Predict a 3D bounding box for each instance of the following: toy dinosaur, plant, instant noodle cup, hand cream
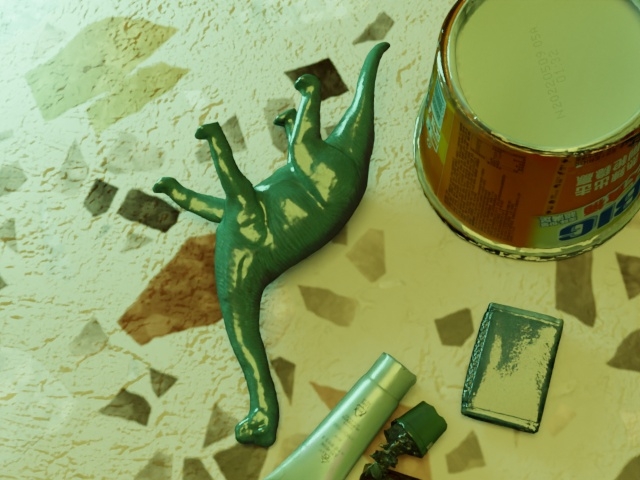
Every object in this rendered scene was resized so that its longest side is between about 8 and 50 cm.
[{"bbox_3d":[0.000,0.000,1.241,0.383,0.129,0.331,-31,81,-6],"label":"toy dinosaur"},{"bbox_3d":[0.084,0.215,1.162,0.102,0.051,0.051,-38,70,-19],"label":"plant"},{"bbox_3d":[0.239,-0.148,1.192,0.296,0.214,0.297,-2,70,5],"label":"instant noodle cup"},{"bbox_3d":[0.022,0.211,1.176,0.078,0.050,0.205,39,83,12],"label":"hand cream"}]

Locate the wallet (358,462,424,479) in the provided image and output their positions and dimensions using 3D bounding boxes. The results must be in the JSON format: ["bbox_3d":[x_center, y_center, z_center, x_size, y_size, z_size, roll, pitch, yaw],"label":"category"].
[{"bbox_3d":[0.137,0.316,1.132,0.232,0.031,0.122,15,73,12],"label":"wallet"}]

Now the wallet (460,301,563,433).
[{"bbox_3d":[0.205,0.136,1.192,0.088,0.026,0.129,13,73,15],"label":"wallet"}]
